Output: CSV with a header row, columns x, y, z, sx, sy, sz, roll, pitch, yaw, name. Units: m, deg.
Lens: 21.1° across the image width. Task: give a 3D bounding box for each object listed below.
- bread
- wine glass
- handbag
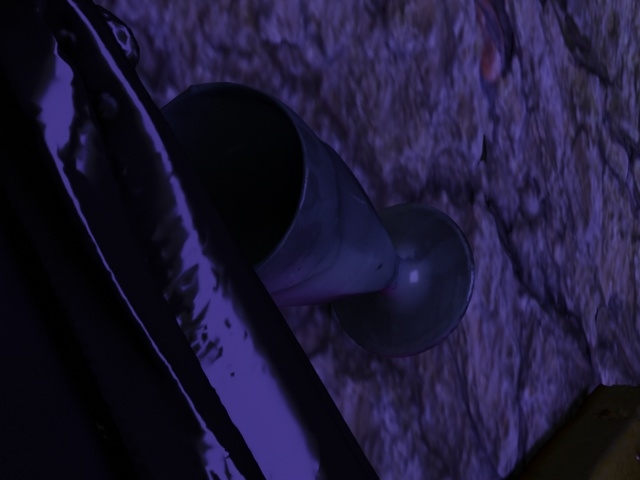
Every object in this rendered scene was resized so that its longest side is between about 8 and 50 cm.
x,y,z,sx,sy,sz,roll,pitch,yaw,name
0.160,0.130,0.915,0.226,0.049,0.088,-33,113,-60,bread
0.000,0.000,0.625,0.155,0.073,0.073,27,61,-57,wine glass
-0.083,0.067,0.426,0.285,0.113,0.257,-43,114,-56,handbag
